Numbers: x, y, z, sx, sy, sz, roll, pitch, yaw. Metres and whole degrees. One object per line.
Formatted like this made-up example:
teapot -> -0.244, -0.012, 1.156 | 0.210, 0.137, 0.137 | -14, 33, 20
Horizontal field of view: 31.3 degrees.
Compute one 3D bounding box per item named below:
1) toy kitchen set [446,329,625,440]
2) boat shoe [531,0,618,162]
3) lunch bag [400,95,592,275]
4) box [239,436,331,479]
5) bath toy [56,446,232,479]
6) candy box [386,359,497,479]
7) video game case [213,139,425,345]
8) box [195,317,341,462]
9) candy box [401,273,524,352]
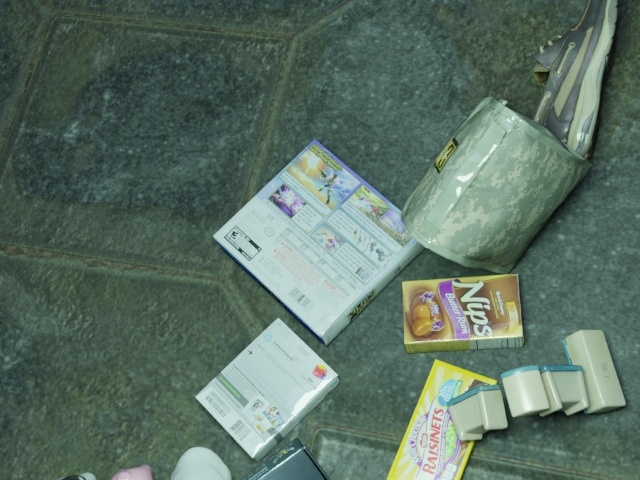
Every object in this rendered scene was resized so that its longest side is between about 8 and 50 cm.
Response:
toy kitchen set -> 0.317, 0.219, 1.723 | 0.207, 0.166, 0.122 | 5, 63, -36
boat shoe -> 0.419, -0.294, 1.919 | 0.130, 0.132, 0.356 | 10, 67, 15
lunch bag -> 0.254, -0.086, 1.734 | 0.169, 0.287, 0.235 | 42, 103, 24
box -> -0.071, 0.429, 1.667 | 0.232, 0.059, 0.183 | -35, 102, -7
bath toy -> -0.303, 0.418, 1.735 | 0.348, 0.129, 0.152 | -15, 98, 5
candy box -> 0.187, 0.293, 1.751 | 0.105, 0.027, 0.206 | 17, 70, 20
video game case -> 0.000, 0.000, 1.904 | 0.244, 0.061, 0.269 | -44, 65, -9
box -> -0.084, 0.237, 1.824 | 0.186, 0.038, 0.145 | -44, 66, -9
candy box -> 0.225, 0.116, 1.812 | 0.186, 0.053, 0.109 | -4, 64, 8
